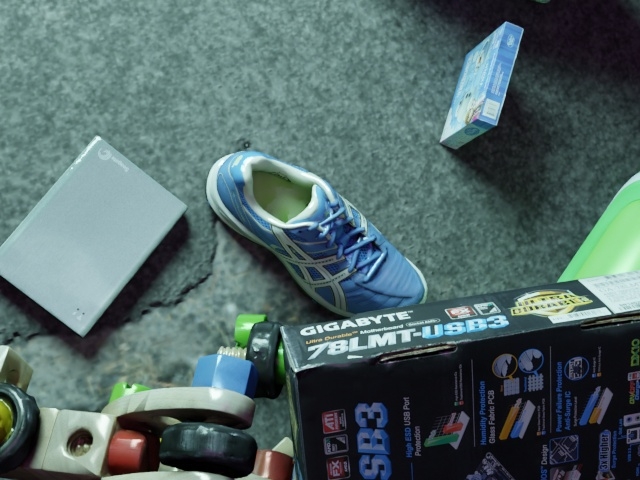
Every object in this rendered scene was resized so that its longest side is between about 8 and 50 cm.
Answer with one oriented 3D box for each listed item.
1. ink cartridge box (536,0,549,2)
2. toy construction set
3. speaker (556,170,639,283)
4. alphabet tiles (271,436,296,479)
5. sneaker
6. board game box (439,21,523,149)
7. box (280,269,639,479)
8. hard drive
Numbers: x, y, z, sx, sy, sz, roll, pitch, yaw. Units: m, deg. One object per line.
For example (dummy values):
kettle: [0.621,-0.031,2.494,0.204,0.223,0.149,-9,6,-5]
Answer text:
ink cartridge box: [0.141,-0.288,0.821,0.209,0.153,0.086,10,81,-12]
toy construction set: [-0.147,0.203,0.671,0.237,0.257,0.308,2,86,8]
speaker: [0.255,0.073,0.819,0.131,0.131,0.296,39,75,-7]
alphabet tiles: [-0.023,0.314,0.777,0.198,0.009,0.237,-41,95,-16]
sneaker: [0.000,0.000,0.784,0.211,0.081,0.080,32,75,-10]
board game box: [0.139,-0.132,0.833,0.020,0.090,0.090,20,78,-9]
box: [0.131,0.181,0.682,0.293,0.073,0.295,-8,111,-6]
hard drive: [-0.184,-0.004,0.767,0.094,0.022,0.135,39,75,-7]
